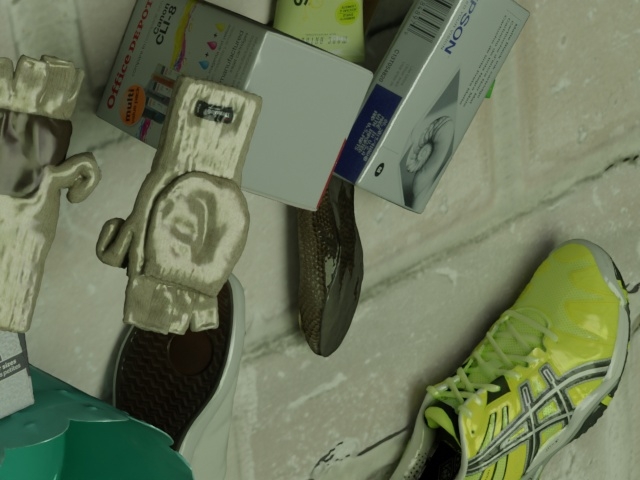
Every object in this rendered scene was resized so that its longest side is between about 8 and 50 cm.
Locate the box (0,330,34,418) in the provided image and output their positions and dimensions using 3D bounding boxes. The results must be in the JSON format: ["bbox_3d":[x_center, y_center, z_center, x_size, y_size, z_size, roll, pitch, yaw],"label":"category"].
[{"bbox_3d":[-0.359,0.082,1.380,0.247,0.142,0.163,-24,124,-33],"label":"box"}]

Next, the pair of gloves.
[{"bbox_3d":[-0.167,-0.031,1.373,0.240,0.042,0.204,5,94,-27],"label":"pair of gloves"}]

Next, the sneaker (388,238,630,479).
[{"bbox_3d":[0.197,0.169,1.941,0.147,0.145,0.384,30,87,-47],"label":"sneaker"}]

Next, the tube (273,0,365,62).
[{"bbox_3d":[0.005,-0.266,1.606,0.062,0.070,0.240,-40,140,-56],"label":"tube"}]

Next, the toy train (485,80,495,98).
[{"bbox_3d":[0.172,-0.181,1.836,0.024,0.017,0.083,2,109,-54],"label":"toy train"}]

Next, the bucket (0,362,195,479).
[{"bbox_3d":[-0.260,0.235,1.519,0.281,0.183,0.281,-20,123,-34],"label":"bucket"}]

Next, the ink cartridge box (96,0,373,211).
[{"bbox_3d":[-0.075,-0.121,1.522,0.127,0.176,0.128,16,98,-43],"label":"ink cartridge box"}]

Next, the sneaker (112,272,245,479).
[{"bbox_3d":[-0.129,0.158,1.684,0.123,0.106,0.290,1,108,-71],"label":"sneaker"}]

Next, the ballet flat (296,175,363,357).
[{"bbox_3d":[0.000,0.000,1.745,0.084,0.058,0.250,-48,146,-47],"label":"ballet flat"}]

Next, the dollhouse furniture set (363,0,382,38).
[{"bbox_3d":[0.073,-0.210,1.681,0.091,0.081,0.114,20,95,-46],"label":"dollhouse furniture set"}]

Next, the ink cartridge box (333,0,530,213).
[{"bbox_3d":[0.113,-0.135,1.716,0.223,0.045,0.224,-62,156,6],"label":"ink cartridge box"}]
